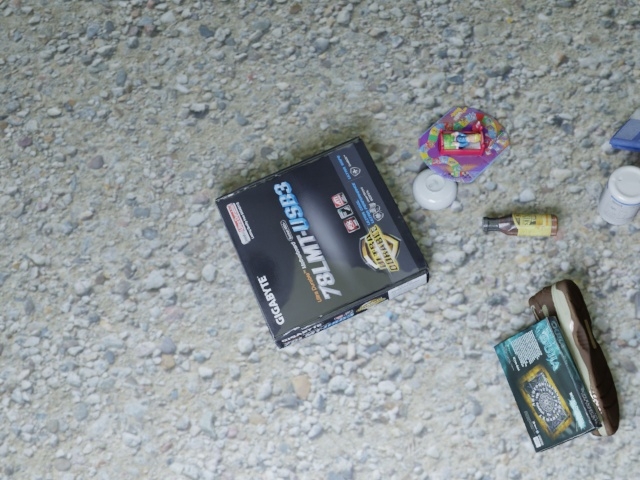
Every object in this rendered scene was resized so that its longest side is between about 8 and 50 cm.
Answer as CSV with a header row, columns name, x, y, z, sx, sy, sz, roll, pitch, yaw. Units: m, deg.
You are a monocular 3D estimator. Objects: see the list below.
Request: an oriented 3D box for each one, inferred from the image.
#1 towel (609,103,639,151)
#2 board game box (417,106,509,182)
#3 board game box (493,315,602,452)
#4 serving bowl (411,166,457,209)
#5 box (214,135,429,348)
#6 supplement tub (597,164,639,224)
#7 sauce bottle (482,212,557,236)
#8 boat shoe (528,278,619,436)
name,x,y,z,sx,sy,sz,roll,pitch,yaw
towel,0.664,-0.250,1.510,0.285,0.034,0.209,-47,30,-12
board game box,0.262,-0.187,1.576,0.169,0.033,0.133,-41,69,-20
board game box,0.360,0.231,1.381,0.026,0.126,0.186,-1,63,-38
serving bowl,0.207,-0.098,1.567,0.084,0.027,0.083,-2,69,6
box,0.000,0.000,1.531,0.294,0.073,0.295,-23,68,-4
supplement tub,0.520,-0.077,1.482,0.071,0.107,0.070,-2,70,6
sauce bottle,0.349,-0.027,1.517,0.128,0.042,0.042,0,69,5
boat shoe,0.408,0.198,1.413,0.095,0.095,0.257,-25,67,33
